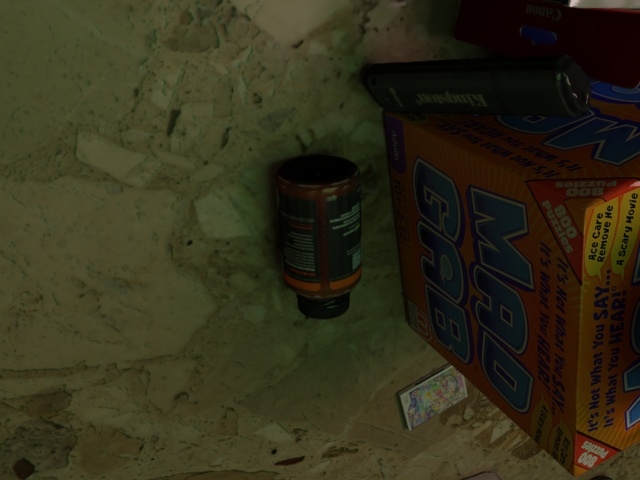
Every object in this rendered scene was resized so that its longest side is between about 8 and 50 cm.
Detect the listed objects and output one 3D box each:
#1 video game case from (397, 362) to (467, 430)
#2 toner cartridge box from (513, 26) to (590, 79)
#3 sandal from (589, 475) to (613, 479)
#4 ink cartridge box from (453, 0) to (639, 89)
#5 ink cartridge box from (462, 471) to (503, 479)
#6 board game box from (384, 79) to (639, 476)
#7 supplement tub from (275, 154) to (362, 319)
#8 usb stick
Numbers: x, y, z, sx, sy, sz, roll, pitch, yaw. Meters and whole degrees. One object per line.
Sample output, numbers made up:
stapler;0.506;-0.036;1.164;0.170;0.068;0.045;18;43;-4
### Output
video game case;0.190;0.259;1.147;0.122;0.011;0.087;-26;123;-14
toner cartridge box;0.389;-0.313;0.873;0.347;0.165;0.075;-21;160;-18
sandal;0.537;0.625;1.463;0.302;0.086;0.120;-36;125;-8
ink cartridge box;0.201;-0.317;0.685;0.130;0.309;0.272;-5;115;-26
ink cartridge box;0.255;0.619;1.286;0.226;0.131;0.307;-10;119;-23
board game box;0.339;-0.009;0.880;0.356;0.356;0.357;-21;121;-18
supplement tub;0.000;0.000;0.861;0.106;0.106;0.198;-14;119;-22
usb stick;0.163;-0.171;0.760;0.077;0.278;0.045;36;75;-41
